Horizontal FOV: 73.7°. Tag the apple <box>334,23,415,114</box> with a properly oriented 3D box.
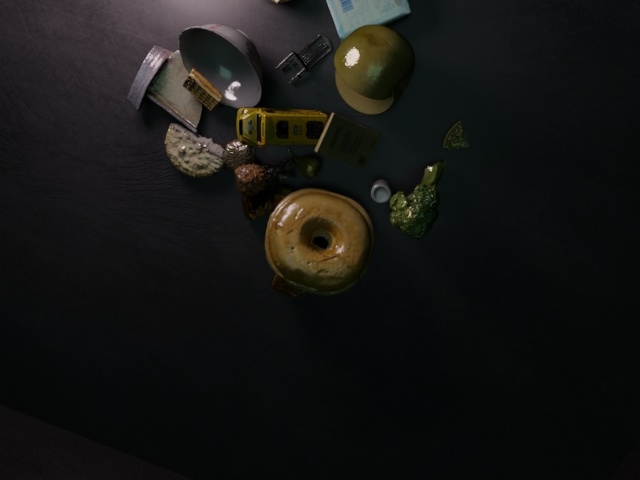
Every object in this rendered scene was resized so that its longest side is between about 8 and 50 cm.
[{"bbox_3d":[0.181,-0.592,1.487,0.254,0.292,0.292,43,110,11],"label":"apple"}]

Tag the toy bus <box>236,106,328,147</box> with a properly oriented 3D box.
[{"bbox_3d":[-0.143,-0.426,1.612,0.330,0.151,0.145,-5,112,-18],"label":"toy bus"}]

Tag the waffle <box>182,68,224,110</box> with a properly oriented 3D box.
[{"bbox_3d":[-0.451,-0.576,1.639,0.148,0.042,0.102,40,153,-23],"label":"waffle"}]

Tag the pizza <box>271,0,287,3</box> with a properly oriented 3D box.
[{"bbox_3d":[-0.165,-0.921,1.538,0.204,0.080,0.188,-19,82,24],"label":"pizza"}]

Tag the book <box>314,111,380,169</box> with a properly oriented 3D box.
[{"bbox_3d":[0.106,-0.376,1.642,0.230,0.026,0.161,14,113,-33],"label":"book"}]

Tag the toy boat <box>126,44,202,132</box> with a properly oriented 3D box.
[{"bbox_3d":[-0.596,-0.612,1.692,0.293,0.111,0.276,17,109,-12],"label":"toy boat"}]

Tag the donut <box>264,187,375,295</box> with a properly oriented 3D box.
[{"bbox_3d":[0.000,0.000,1.699,0.448,0.198,0.450,1,83,-7],"label":"donut"}]

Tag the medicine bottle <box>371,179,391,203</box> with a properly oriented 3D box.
[{"bbox_3d":[0.241,-0.198,1.692,0.080,0.130,0.081,3,108,8],"label":"medicine bottle"}]

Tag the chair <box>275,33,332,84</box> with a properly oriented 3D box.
[{"bbox_3d":[-0.056,-0.678,1.585,0.212,0.101,0.084,-36,101,18],"label":"chair"}]

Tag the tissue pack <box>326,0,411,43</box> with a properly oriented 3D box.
[{"bbox_3d":[0.167,-0.832,1.511,0.263,0.089,0.177,-19,106,11],"label":"tissue pack"}]

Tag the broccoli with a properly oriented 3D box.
[{"bbox_3d":[0.361,-0.157,1.623,0.185,0.254,0.303,12,110,4],"label":"broccoli"}]

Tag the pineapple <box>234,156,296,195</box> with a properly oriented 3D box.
[{"bbox_3d":[-0.214,-0.262,1.693,0.247,0.128,0.128,-19,108,-19],"label":"pineapple"}]

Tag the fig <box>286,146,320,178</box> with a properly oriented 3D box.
[{"bbox_3d":[-0.064,-0.320,1.739,0.166,0.093,0.093,45,114,33],"label":"fig"}]

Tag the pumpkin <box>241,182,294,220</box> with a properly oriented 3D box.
[{"bbox_3d":[-0.251,-0.189,1.764,0.253,0.130,0.149,-30,103,18],"label":"pumpkin"}]

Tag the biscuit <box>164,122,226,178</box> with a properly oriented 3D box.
[{"bbox_3d":[-0.517,-0.349,1.769,0.280,0.084,0.179,26,110,-2],"label":"biscuit"}]

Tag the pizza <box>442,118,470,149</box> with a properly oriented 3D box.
[{"bbox_3d":[0.534,-0.393,1.641,0.108,0.026,0.123,27,109,-4],"label":"pizza"}]

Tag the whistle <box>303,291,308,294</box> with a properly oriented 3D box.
[{"bbox_3d":[0.035,0.119,1.867,0.326,0.057,0.068,-41,99,18],"label":"whistle"}]

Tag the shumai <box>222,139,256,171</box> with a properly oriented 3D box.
[{"bbox_3d":[-0.322,-0.349,1.728,0.145,0.116,0.146,1,126,2],"label":"shumai"}]

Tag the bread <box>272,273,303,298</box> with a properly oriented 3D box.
[{"bbox_3d":[-0.120,0.145,1.827,0.148,0.158,0.143,28,147,-3],"label":"bread"}]

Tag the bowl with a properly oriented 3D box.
[{"bbox_3d":[-0.330,-0.668,1.569,0.345,0.345,0.157,31,67,-3],"label":"bowl"}]
